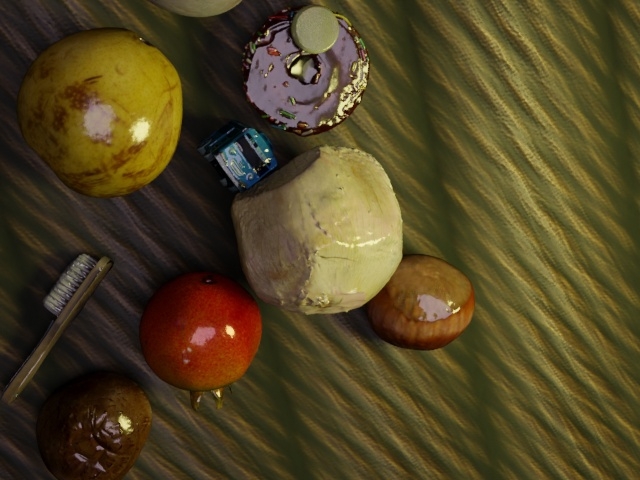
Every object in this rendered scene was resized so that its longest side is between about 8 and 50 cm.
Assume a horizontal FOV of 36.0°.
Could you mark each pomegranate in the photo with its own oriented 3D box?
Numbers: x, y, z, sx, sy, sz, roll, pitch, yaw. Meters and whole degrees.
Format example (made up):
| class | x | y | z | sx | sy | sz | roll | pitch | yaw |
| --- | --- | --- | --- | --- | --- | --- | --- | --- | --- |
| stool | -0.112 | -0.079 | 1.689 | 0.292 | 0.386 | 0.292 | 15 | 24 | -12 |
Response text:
| class | x | y | z | sx | sy | sz | roll | pitch | yaw |
| --- | --- | --- | --- | --- | --- | --- | --- | --- | --- |
| pomegranate | -0.214 | 0.181 | 1.770 | 0.221 | 0.221 | 0.256 | -8 | 107 | -12 |

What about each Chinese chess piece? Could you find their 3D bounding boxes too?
| class | x | y | z | sx | sy | sz | roll | pitch | yaw |
| --- | --- | --- | --- | --- | --- | --- | --- | --- | --- |
| Chinese chess piece | -0.010 | -0.363 | 1.693 | 0.084 | 0.034 | 0.084 | -3 | 101 | -16 |

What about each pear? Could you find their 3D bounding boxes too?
| class | x | y | z | sx | sy | sz | roll | pitch | yaw |
| --- | --- | --- | --- | --- | --- | --- | --- | --- | --- |
| pear | -0.356 | -0.212 | 1.619 | 0.281 | 0.281 | 0.280 | -3 | 104 | -13 |

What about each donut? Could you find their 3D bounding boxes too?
| class | x | y | z | sx | sy | sz | roll | pitch | yaw |
| --- | --- | --- | --- | --- | --- | --- | --- | --- | --- |
| donut | -0.031 | -0.306 | 1.763 | 0.235 | 0.089 | 0.235 | -3 | 104 | -13 |

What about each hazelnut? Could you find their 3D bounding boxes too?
| class | x | y | z | sx | sy | sz | roll | pitch | yaw |
| --- | --- | --- | --- | --- | --- | --- | --- | --- | --- |
| hazelnut | 0.190 | 0.122 | 1.880 | 0.215 | 0.176 | 0.214 | 9 | 131 | 11 |

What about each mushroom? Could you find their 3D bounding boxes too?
| class | x | y | z | sx | sy | sz | roll | pitch | yaw |
| --- | --- | --- | --- | --- | --- | --- | --- | --- | --- |
| mushroom | -0.419 | 0.353 | 1.801 | 0.194 | 0.138 | 0.231 | 22 | 97 | -17 |

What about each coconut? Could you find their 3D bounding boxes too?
| class | x | y | z | sx | sy | sz | roll | pitch | yaw |
| --- | --- | --- | --- | --- | --- | --- | --- | --- | --- |
| coconut | 0.000 | 0.000 | 1.712 | 0.297 | 0.297 | 0.254 | -21 | 70 | -8 |

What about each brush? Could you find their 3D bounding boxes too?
| class | x | y | z | sx | sy | sz | roll | pitch | yaw |
| --- | --- | --- | --- | --- | --- | --- | --- | --- | --- |
| brush | -0.491 | 0.153 | 1.780 | 0.065 | 0.070 | 0.327 | 35 | 95 | 0 |

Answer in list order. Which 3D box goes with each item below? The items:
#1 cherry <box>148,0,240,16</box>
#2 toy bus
| class | x | y | z | sx | sy | sz | roll | pitch | yaw |
| --- | --- | --- | --- | --- | --- | --- | --- | --- | --- |
| cherry | -0.211 | -0.512 | 1.565 | 0.335 | 0.326 | 0.291 | 30 | 95 | 16 |
| toy bus | -0.145 | -0.151 | 1.723 | 0.106 | 0.185 | 0.090 | -36 | 109 | -6 |
